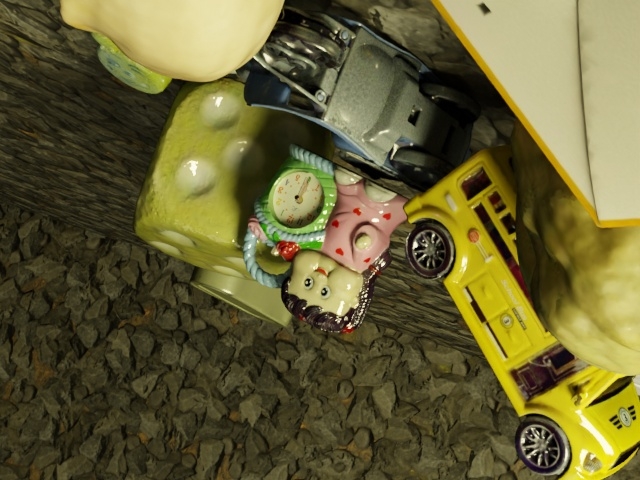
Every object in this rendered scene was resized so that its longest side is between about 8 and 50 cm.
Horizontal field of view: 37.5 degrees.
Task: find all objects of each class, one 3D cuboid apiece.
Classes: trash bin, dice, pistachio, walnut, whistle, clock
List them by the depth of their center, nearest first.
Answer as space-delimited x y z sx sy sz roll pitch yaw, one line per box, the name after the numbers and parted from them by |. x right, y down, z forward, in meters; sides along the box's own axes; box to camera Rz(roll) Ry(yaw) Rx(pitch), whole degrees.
-0.106 -0.239 0.716 0.193 0.214 0.318 62 163 9 | pistachio
0.285 -0.024 0.767 0.282 0.276 0.253 -2 157 -33 | walnut
0.000 0.000 1.163 0.194 0.195 0.100 26 -174 22 | clock
-0.254 -0.258 1.194 0.104 0.057 0.198 21 162 26 | whistle
-0.125 -0.080 1.344 0.233 0.226 0.238 20 167 -7 | dice
-0.090 -0.003 1.575 0.121 0.247 0.243 14 168 35 | trash bin

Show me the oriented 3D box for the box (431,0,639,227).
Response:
0.182 -0.167 0.332 0.259 0.214 0.283 47 160 -20 | box

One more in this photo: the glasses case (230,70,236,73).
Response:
-0.172 -0.245 1.095 0.193 0.049 0.074 21 168 -4 | glasses case

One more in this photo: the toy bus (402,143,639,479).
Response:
0.227 0.070 0.942 0.145 0.331 0.151 -12 157 -48 | toy bus

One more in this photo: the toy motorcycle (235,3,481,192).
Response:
0.022 -0.152 1.007 0.213 0.125 0.359 14 170 46 | toy motorcycle

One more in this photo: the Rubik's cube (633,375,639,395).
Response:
0.340 0.050 1.129 0.221 0.224 0.231 12 166 37 | Rubik's cube
